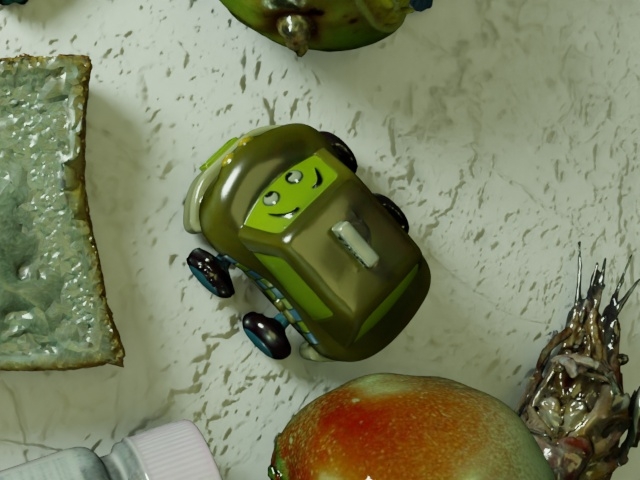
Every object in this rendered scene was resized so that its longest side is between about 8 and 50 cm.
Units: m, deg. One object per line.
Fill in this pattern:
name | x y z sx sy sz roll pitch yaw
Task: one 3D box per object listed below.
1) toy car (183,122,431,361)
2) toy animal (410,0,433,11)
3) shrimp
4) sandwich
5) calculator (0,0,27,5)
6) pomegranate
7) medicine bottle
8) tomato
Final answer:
toy car | 0.000 0.000 1.235 0.204 0.198 0.248 -45 100 -15
toy animal | 0.139 -0.372 1.328 0.176 0.239 0.255 -54 150 -41
shrimp | 0.265 0.166 1.364 0.145 0.116 0.343 24 76 -40
sandwich | -0.327 -0.017 1.178 0.271 0.099 0.301 -7 91 -19
calculator | -0.289 -0.390 1.232 0.248 0.058 0.274 -42 99 -17
pomegranate | -0.008 -0.332 1.242 0.260 0.260 0.341 12 52 -18
medicine bottle | -0.223 0.272 1.164 0.273 0.165 0.165 -15 92 -19
tomato | 0.096 0.264 1.206 0.239 0.303 0.304 -26 96 -13
